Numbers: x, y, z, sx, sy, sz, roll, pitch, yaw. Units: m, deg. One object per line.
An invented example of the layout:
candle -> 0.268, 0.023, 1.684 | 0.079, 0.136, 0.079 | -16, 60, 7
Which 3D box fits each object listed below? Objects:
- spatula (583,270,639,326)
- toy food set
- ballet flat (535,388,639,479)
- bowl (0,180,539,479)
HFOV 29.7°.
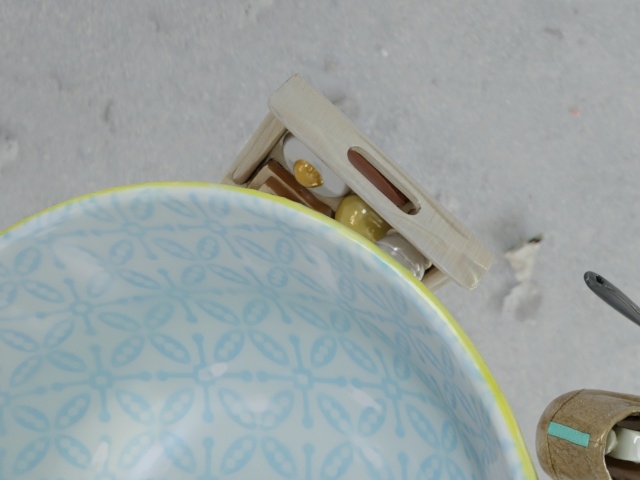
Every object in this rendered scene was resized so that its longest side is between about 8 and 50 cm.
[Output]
spatula -> 0.449, 0.116, 1.555 | 0.296, 0.084, 0.030 | 29, 132, -19
toy food set -> 0.000, 0.000, 1.067 | 0.220, 0.306, 0.092 | 42, 65, -3
ballet flat -> 0.355, 0.196, 1.037 | 0.342, 0.124, 0.116 | 15, 84, -14
bowl -> -0.040, 0.134, 0.482 | 0.289, 0.289, 0.156 | -35, 157, 10
